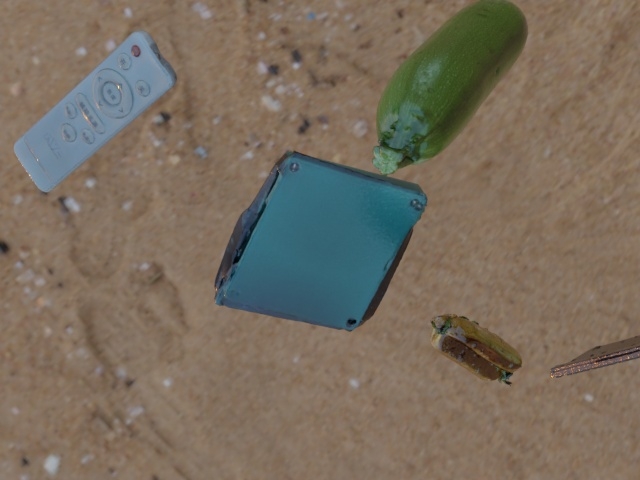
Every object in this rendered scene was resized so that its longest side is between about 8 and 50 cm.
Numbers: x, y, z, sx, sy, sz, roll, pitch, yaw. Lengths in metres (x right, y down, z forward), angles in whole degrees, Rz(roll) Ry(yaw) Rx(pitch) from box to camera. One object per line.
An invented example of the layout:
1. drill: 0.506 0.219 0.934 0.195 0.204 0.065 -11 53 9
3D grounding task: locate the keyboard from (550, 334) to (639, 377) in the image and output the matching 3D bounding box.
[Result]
1. keyboard: 0.435 0.147 1.812 0.309 0.101 0.018 -29 84 61

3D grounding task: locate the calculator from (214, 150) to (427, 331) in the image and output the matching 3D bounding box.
1. calculator: 0.000 0.000 1.906 0.248 0.058 0.274 12 118 -23

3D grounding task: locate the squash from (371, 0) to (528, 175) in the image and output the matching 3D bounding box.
1. squash: 0.140 -0.177 1.448 0.101 0.379 0.101 15 129 20

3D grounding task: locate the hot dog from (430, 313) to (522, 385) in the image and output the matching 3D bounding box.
1. hot dog: 0.218 0.148 1.831 0.072 0.055 0.188 -26 141 28

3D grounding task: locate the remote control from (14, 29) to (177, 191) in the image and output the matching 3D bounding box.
1. remote control: -0.174 -0.099 1.017 0.184 0.027 0.050 -33 93 40
